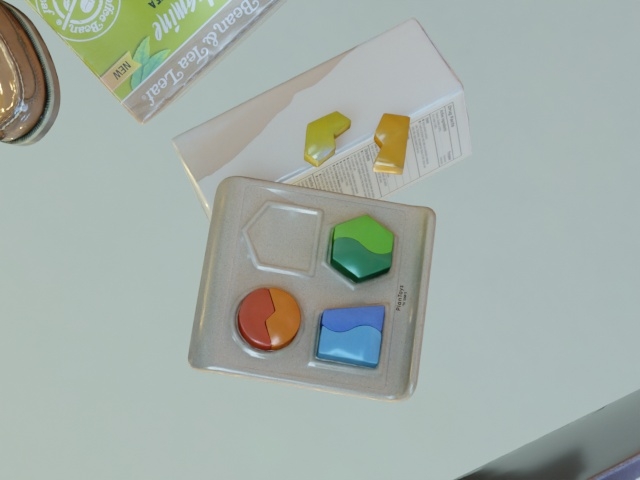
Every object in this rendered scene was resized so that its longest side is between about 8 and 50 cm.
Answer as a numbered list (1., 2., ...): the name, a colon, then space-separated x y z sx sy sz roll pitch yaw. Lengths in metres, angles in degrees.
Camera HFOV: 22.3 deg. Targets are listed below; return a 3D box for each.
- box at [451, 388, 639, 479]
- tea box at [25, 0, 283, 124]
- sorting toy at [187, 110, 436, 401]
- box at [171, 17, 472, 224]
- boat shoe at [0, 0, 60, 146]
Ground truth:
1. box: 0.246 0.259 1.072 0.182 0.296 0.294 -21 90 62
2. tea box: -0.180 -0.371 1.904 0.323 0.329 0.220 46 -166 -6
3. sorting toy: 0.000 0.000 1.643 0.229 0.307 0.041 8 158 0
4. box: 0.007 -0.106 1.832 0.121 0.311 0.148 60 173 30
5. boat shoe: -0.346 -0.200 1.428 0.307 0.111 0.104 49 -163 25
